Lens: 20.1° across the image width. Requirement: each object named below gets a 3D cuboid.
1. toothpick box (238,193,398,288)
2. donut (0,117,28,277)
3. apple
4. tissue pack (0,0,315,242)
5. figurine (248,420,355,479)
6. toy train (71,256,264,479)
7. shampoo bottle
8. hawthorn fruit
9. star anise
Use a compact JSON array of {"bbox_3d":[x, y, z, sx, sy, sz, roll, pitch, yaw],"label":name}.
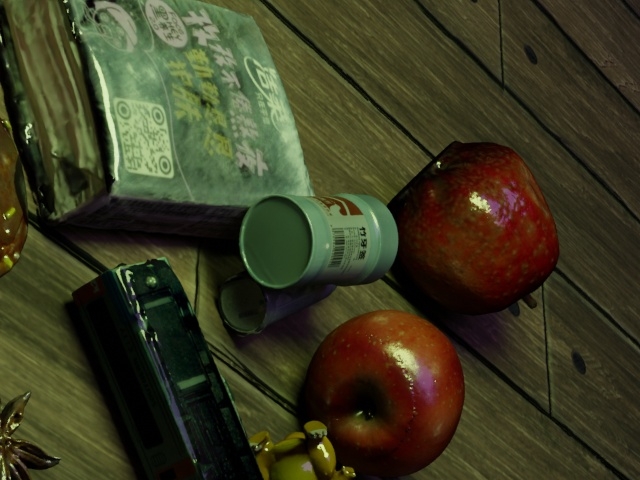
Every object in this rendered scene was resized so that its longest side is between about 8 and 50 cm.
[{"bbox_3d":[0.000,0.000,1.909,0.153,0.101,0.101,-1,68,-54],"label":"toothpick box"},{"bbox_3d":[-0.350,-0.054,1.540,0.216,0.096,0.230,-10,75,-62],"label":"donut"},{"bbox_3d":[0.074,0.165,1.948,0.168,0.181,0.181,-5,71,-59],"label":"apple"},{"bbox_3d":[-0.163,-0.133,1.878,0.361,0.122,0.259,5,65,-58],"label":"tissue pack"},{"bbox_3d":[-0.017,0.273,1.823,0.122,0.121,0.176,32,48,-85],"label":"figurine"},{"bbox_3d":[-0.115,0.217,1.700,0.086,0.089,0.409,-15,81,-55],"label":"toy train"},{"bbox_3d":[-0.034,0.046,1.981,0.214,0.072,0.072,-23,87,-60],"label":"shampoo bottle"},{"bbox_3d":[0.198,-0.001,2.263,0.250,0.215,0.215,56,30,-26],"label":"hawthorn fruit"},{"bbox_3d":[-0.277,0.178,1.522,0.141,0.042,0.141,41,33,-34],"label":"star anise"}]
